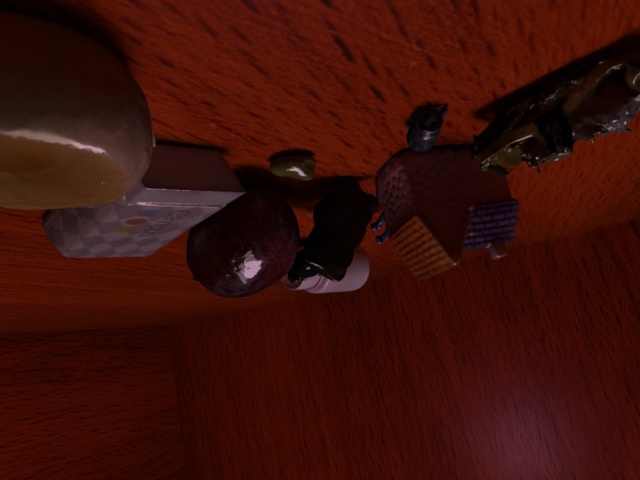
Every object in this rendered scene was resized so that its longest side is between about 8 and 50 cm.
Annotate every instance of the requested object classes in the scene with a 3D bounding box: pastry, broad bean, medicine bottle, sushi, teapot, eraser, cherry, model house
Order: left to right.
[{"bbox_3d":[-0.295,-0.115,0.510,0.264,0.133,0.265,-9,168,-2],"label":"pastry"},{"bbox_3d":[-0.326,-0.055,0.903,0.213,0.082,0.396,-1,165,-42],"label":"eraser"},{"bbox_3d":[-0.149,-0.001,1.019,0.230,0.203,0.300,-23,162,-26],"label":"cherry"},{"bbox_3d":[-0.047,-0.129,0.901,0.083,0.045,0.063,2,176,-18],"label":"broad bean"},{"bbox_3d":[0.012,0.088,1.675,0.292,0.170,0.170,0,165,-45],"label":"medicine bottle"},{"bbox_3d":[0.176,-0.179,0.832,0.063,0.049,0.083,-9,168,-5],"label":"teapot"},{"bbox_3d":[0.257,-0.050,1.060,0.236,0.238,0.202,-7,166,-17],"label":"model house"},{"bbox_3d":[0.389,-0.187,0.803,0.139,0.131,0.290,3,155,-43],"label":"sushi"}]

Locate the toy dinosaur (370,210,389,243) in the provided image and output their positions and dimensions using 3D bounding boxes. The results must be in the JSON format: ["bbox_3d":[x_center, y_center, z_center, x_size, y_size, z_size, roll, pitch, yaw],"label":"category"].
[{"bbox_3d":[0.196,-0.058,1.364,0.144,0.076,0.329,-46,160,8],"label":"toy dinosaur"}]

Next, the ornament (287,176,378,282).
[{"bbox_3d":[0.000,0.000,1.147,0.106,0.251,0.260,35,153,-11],"label":"ornament"}]

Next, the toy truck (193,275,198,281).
[{"bbox_3d":[-0.268,0.060,1.441,0.226,0.114,0.098,-21,143,40],"label":"toy truck"}]
